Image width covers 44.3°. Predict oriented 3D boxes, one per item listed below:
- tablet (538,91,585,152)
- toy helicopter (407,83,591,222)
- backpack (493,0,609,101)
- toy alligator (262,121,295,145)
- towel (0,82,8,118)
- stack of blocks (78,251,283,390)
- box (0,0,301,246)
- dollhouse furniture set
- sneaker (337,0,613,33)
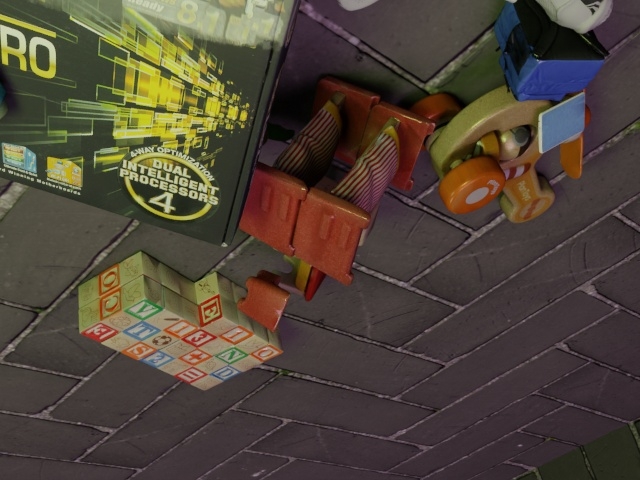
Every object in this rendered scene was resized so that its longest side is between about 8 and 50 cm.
[{"bbox_3d":[0.299,-0.146,0.974,0.083,0.006,0.054,-28,125,-27],"label":"tablet"},{"bbox_3d":[0.276,-0.115,1.085,0.235,0.140,0.355,-33,152,11],"label":"toy helicopter"},{"bbox_3d":[0.248,-0.225,0.900,0.098,0.120,0.101,-2,153,-20],"label":"backpack"},{"bbox_3d":[-0.127,-0.134,0.962,0.190,0.056,0.051,-10,104,-5],"label":"toy alligator"},{"bbox_3d":[-0.436,-0.235,0.602,0.271,0.040,0.370,-2,134,18],"label":"towel"},{"bbox_3d":[-0.215,0.128,1.254,0.171,0.087,0.297,-28,142,19],"label":"stack of blocks"},{"bbox_3d":[-0.231,-0.177,0.701,0.395,0.097,0.318,19,135,-4],"label":"box"},{"bbox_3d":[0.000,0.000,1.013,0.152,0.201,0.374,27,142,11],"label":"dollhouse furniture set"},{"bbox_3d":[0.123,-0.293,0.758,0.210,0.137,0.366,-32,135,25],"label":"sneaker"}]
